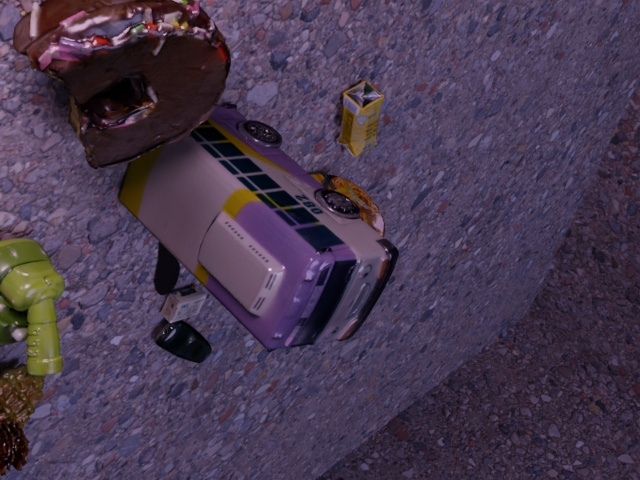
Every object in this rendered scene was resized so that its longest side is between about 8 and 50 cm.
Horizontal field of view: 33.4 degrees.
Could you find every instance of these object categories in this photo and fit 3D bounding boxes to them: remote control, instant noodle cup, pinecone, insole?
[{"bbox_3d":[-0.293,0.220,2.302,0.072,0.042,0.222,-50,156,-4],"label":"remote control"},{"bbox_3d":[0.000,0.000,2.278,0.230,0.230,0.182,-27,156,-40],"label":"instant noodle cup"},{"bbox_3d":[-0.565,0.358,1.870,0.102,0.102,0.109,-51,131,4],"label":"pinecone"},{"bbox_3d":[-0.299,0.046,2.081,0.064,0.004,0.188,-33,151,-33],"label":"insole"}]

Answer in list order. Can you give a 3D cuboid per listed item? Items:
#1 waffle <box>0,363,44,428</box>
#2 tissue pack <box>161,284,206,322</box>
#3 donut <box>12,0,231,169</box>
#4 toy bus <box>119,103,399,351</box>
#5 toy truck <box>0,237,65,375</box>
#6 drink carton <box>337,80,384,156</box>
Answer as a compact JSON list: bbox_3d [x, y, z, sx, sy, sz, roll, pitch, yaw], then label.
[{"bbox_3d":[-0.602,0.323,1.914,0.243,0.059,0.238,-58,155,17],"label":"waffle"},{"bbox_3d":[-0.281,0.130,2.189,0.083,0.042,0.062,-16,138,-51],"label":"tissue pack"},{"bbox_3d":[-0.257,-0.245,1.468,0.259,0.136,0.345,-26,160,-5],"label":"donut"},{"bbox_3d":[-0.111,-0.024,1.767,0.249,0.440,0.209,-11,137,-51],"label":"toy bus"},{"bbox_3d":[-0.469,0.094,1.647,0.148,0.210,0.187,-8,115,-56],"label":"toy truck"},{"bbox_3d":[0.079,-0.233,2.227,0.084,0.074,0.200,-35,151,-27],"label":"drink carton"}]
